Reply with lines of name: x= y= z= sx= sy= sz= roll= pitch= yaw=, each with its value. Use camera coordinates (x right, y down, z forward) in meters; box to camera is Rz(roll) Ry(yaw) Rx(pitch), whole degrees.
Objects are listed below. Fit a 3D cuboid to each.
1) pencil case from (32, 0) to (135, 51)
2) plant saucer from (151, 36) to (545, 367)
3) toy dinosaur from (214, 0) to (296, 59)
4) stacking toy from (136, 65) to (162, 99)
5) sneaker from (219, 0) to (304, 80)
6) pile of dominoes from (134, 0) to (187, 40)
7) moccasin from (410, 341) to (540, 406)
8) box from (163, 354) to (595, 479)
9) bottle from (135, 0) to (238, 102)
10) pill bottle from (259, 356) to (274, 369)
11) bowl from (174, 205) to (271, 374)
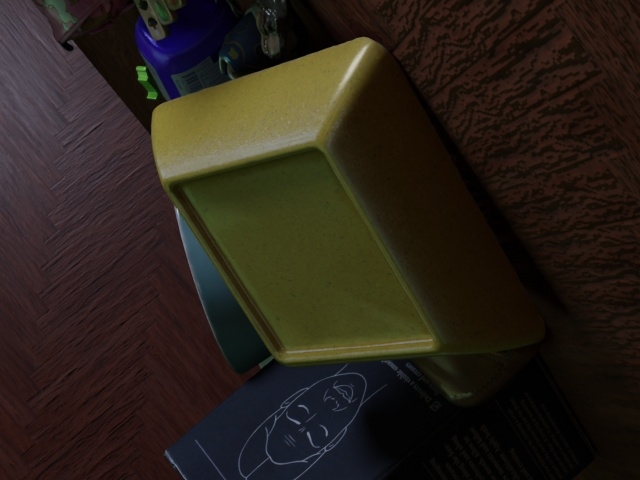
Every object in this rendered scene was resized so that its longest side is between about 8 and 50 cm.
pencil case: x=-0.430 y=-0.466 z=1.945 sx=0.386 sy=0.167 sz=0.160 roll=51 pitch=-155 yaw=-4
plant saucer: x=0.000 y=0.000 z=1.271 sx=0.332 sy=0.081 sz=0.333 roll=-10 pitch=119 yaw=47
toy dinosaur: x=-0.109 y=-0.286 z=1.277 sx=0.268 sy=0.064 sz=0.118 roll=54 pitch=157 yaw=-4
stacking toy: x=-0.149 y=-0.156 z=1.877 sx=0.167 sy=0.052 sz=0.221 roll=8 pitch=148 yaw=29
sneaker: x=-0.070 y=-0.194 z=1.408 sx=0.080 sy=0.081 sz=0.211 roll=48 pitch=174 yaw=7
pile of dominoes: x=-0.187 y=-0.310 z=1.270 sx=0.196 sy=0.040 sz=0.251 roll=54 pitch=151 yaw=3
moccasin: x=0.064 y=0.007 z=1.384 sx=0.380 sy=0.139 sz=0.147 roll=46 pitch=135 yaw=10
box: x=0.065 y=0.254 z=1.591 sx=0.212 sy=0.395 sz=0.293 roll=56 pitch=171 yaw=-33
bottle: x=-0.139 y=-0.204 z=1.637 sx=0.092 sy=0.118 sz=0.283 roll=47 pitch=173 yaw=21
pill bottle: x=0.055 y=0.200 z=1.842 sx=0.264 sy=0.146 sz=0.146 roll=41 pitch=173 yaw=-4
bowl: x=-0.069 y=-0.001 z=1.708 sx=0.311 sy=0.163 sz=0.312 roll=-17 pitch=-90 yaw=-87
